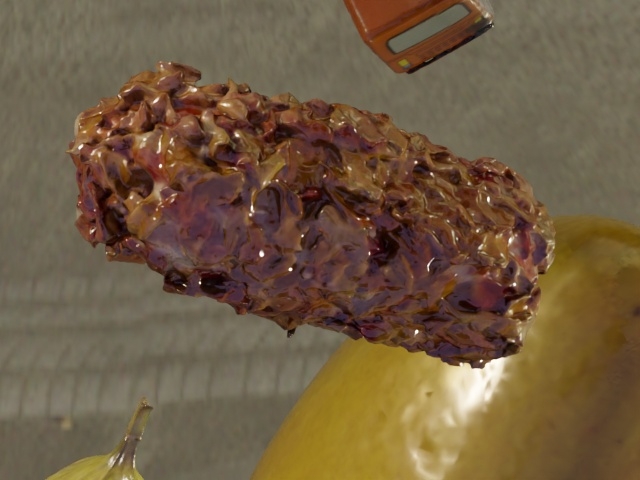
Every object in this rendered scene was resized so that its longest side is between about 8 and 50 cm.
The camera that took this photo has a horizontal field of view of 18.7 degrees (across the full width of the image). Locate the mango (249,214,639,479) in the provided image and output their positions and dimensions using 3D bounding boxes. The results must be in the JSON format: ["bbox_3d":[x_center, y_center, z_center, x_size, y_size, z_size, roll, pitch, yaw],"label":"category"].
[{"bbox_3d":[0.090,0.175,1.197,0.220,0.301,0.445,9,124,-33],"label":"mango"}]

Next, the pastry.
[{"bbox_3d":[0.001,-0.002,0.623,0.169,0.063,0.087,12,122,-17],"label":"pastry"}]

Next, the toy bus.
[{"bbox_3d":[-0.002,-0.309,1.362,0.093,0.092,0.409,-30,71,14],"label":"toy bus"}]

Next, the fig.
[{"bbox_3d":[-0.198,0.242,1.733,0.159,0.159,0.257,18,118,-14],"label":"fig"}]
